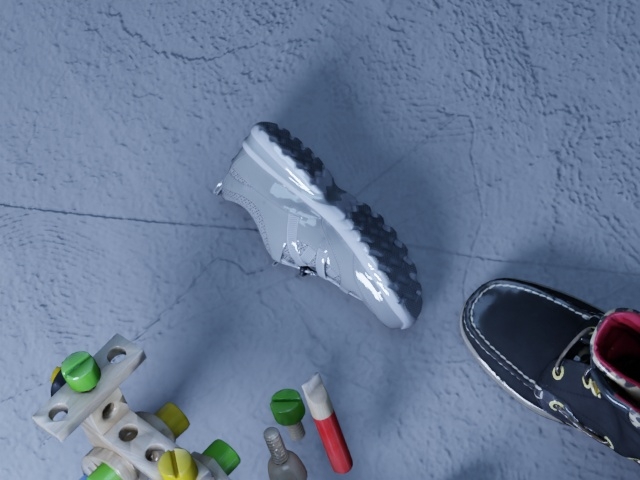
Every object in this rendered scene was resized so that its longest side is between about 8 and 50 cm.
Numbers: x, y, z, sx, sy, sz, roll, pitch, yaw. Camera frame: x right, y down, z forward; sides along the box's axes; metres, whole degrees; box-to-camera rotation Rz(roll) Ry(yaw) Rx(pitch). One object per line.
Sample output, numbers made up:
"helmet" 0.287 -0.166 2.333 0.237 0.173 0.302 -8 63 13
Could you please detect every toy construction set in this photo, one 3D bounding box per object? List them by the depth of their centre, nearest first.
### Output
"toy construction set" -0.139 0.200 1.665 0.308 0.237 0.257 -23 41 -7

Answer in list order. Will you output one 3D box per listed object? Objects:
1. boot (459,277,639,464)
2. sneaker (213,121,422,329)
"boot" 0.297 0.128 1.663 0.377 0.284 0.138 38 81 19
"sneaker" 0.000 0.000 1.842 0.281 0.105 0.115 48 111 13
